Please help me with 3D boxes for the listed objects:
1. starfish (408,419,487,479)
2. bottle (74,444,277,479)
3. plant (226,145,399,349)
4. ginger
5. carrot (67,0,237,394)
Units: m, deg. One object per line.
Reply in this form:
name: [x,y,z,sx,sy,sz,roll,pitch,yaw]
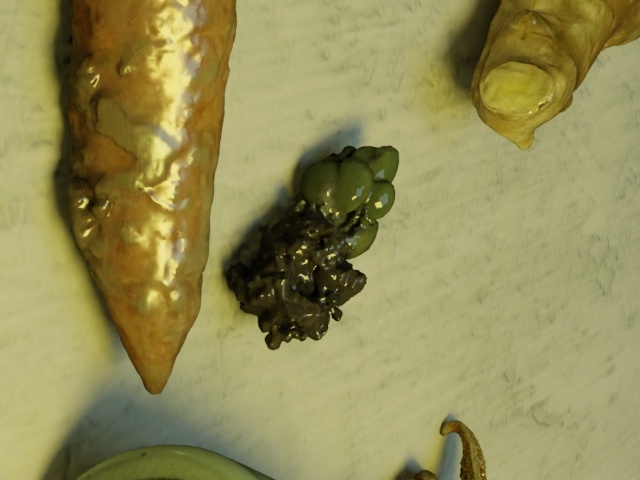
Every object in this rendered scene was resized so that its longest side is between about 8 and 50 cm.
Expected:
starfish: [0.103,0.243,1.117,0.146,0.074,0.190,41,64,-41]
bottle: [-0.021,0.277,0.863,0.352,0.229,0.229,40,67,-52]
plant: [0.000,0.000,0.935,0.087,0.085,0.174,89,26,-53]
ginger: [0.226,-0.217,1.157,0.363,0.122,0.348,28,78,-56]
carrot: [-0.094,-0.039,0.789,0.102,0.102,0.263,-15,110,-50]
